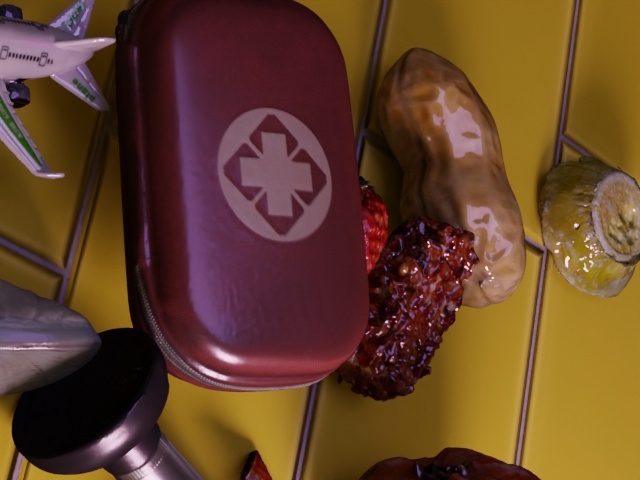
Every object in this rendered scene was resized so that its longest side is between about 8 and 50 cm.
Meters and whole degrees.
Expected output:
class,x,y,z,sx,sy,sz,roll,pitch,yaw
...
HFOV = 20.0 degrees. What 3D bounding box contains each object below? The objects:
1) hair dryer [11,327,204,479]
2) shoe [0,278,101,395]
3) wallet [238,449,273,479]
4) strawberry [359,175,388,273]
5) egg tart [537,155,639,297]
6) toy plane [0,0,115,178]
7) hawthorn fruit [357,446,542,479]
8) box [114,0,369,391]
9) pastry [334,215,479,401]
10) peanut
class,x,y,z,sx,sy,sz,roll,pitch,yaw
hair dryer,-0.167,0.288,1.638,0.320,0.156,0.284,61,34,-25
shoe,-0.314,0.072,1.578,0.251,0.103,0.100,4,54,-36
wallet,-0.030,0.311,1.822,0.196,0.020,0.103,63,7,-9
strawberry,0.004,0.000,1.911,0.131,0.131,0.148,12,83,-43
egg tart,0.356,-0.018,2.299,0.197,0.078,0.197,12,72,-41
toy plane,-0.308,-0.176,1.663,0.255,0.101,0.251,-1,79,-41
hawthorn fruit,0.135,0.354,1.876,0.242,0.242,0.271,-24,112,-46
box,-0.075,-0.054,1.759,0.263,0.108,0.404,3,76,-37
pastry,0.086,0.069,1.952,0.208,0.097,0.115,-63,145,-10
peanut,0.148,-0.072,2.065,0.147,0.147,0.305,-1,75,-45
